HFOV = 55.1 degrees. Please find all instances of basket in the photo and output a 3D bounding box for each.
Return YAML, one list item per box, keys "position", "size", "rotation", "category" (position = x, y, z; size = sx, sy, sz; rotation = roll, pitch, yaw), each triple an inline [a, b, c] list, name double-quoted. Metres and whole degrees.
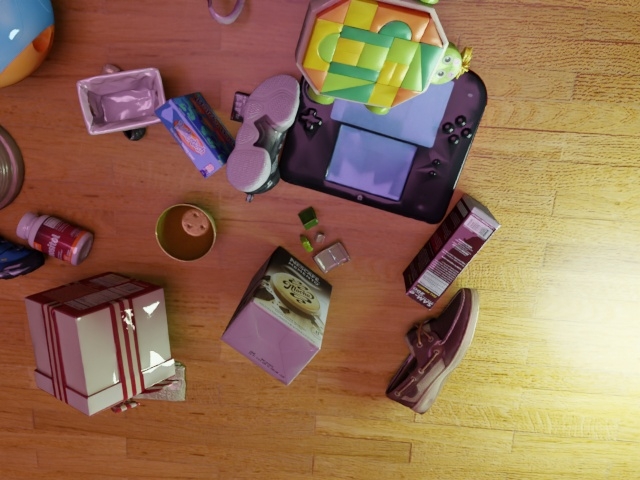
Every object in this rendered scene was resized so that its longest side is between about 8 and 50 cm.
- position: [-0.402, -0.286, 1.279]
  size: [0.167, 0.103, 0.113]
  rotation: [-12, 98, -5]
  category: "basket"

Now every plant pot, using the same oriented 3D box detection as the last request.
- position: [-0.294, -0.029, 1.393]
  size: [0.134, 0.095, 0.134]
  rotation: [1, 107, 4]
  category: "plant pot"
- position: [-0.809, -0.163, 1.383]
  size: [0.237, 0.110, 0.237]
  rotation: [1, 106, 3]
  category: "plant pot"

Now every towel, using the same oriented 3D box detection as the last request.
- position: [-0.416, 0.357, 1.558]
  size: [0.148, 0.027, 0.110]
  rotation: [3, 107, 3]
  category: "towel"

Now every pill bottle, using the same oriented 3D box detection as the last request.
- position: [-0.618, -0.007, 1.429]
  size: [0.152, 0.086, 0.086]
  rotation: [23, 107, -3]
  category: "pill bottle"

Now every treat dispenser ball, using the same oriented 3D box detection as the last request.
- position: [-0.672, -0.439, 1.193]
  size: [0.288, 0.288, 0.288]
  rotation: [1, 107, 4]
  category: "treat dispenser ball"

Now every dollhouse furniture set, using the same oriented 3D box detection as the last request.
- position: [0.000, 0.000, 1.418]
  size: [0.076, 0.058, 0.151]
  rotation: [-31, 122, 5]
  category: "dollhouse furniture set"

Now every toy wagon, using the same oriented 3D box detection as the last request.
- position: [0.133, -0.357, 1.154]
  size: [0.344, 0.068, 0.267]
  rotation: [8, 137, -15]
  category: "toy wagon"

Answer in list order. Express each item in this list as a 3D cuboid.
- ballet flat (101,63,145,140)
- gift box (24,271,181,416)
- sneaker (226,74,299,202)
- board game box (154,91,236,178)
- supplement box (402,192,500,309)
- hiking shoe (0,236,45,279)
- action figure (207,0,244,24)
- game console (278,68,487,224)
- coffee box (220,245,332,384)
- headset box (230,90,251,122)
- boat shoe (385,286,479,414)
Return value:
- position: [-0.430, -0.302, 1.341]
  size: [0.057, 0.049, 0.173]
  rotation: [-18, 105, 13]
  category: "ballet flat"
- position: [-0.472, 0.232, 1.389]
  size: [0.255, 0.276, 0.258]
  rotation: [12, 110, 42]
  category: "gift box"
- position: [-0.117, -0.210, 1.294]
  size: [0.101, 0.153, 0.268]
  rotation: [20, 77, 5]
  category: "sneaker"
- position: [-0.245, -0.223, 1.269]
  size: [0.047, 0.210, 0.160]
  rotation: [-34, 103, 12]
  category: "board game box"
- position: [0.280, 0.023, 1.348]
  size: [0.073, 0.130, 0.239]
  rotation: [34, 107, -7]
  category: "supplement box"
- position: [-0.801, 0.016, 1.435]
  size: [0.304, 0.113, 0.132]
  rotation: [4, 108, 3]
  category: "hiking shoe"
- position: [-0.336, -0.609, 1.206]
  size: [0.370, 0.248, 0.275]
  rotation: [7, 151, 15]
  category: "action figure"
- position: [0.130, -0.236, 1.316]
  size: [0.387, 0.060, 0.342]
  rotation: [17, 107, 0]
  category: "game console"
- position: [-0.083, 0.150, 1.327]
  size: [0.168, 0.297, 0.119]
  rotation: [37, 110, -8]
  category: "coffee box"
- position: [-0.148, -0.284, 1.335]
  size: [0.083, 0.032, 0.062]
  rotation: [13, 108, -1]
  category: "headset box"
- position: [0.253, 0.248, 1.429]
  size: [0.123, 0.123, 0.342]
  rotation: [22, 114, -4]
  category: "boat shoe"
